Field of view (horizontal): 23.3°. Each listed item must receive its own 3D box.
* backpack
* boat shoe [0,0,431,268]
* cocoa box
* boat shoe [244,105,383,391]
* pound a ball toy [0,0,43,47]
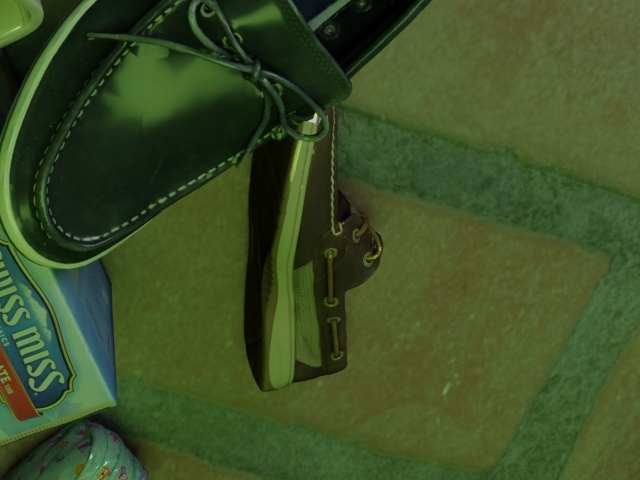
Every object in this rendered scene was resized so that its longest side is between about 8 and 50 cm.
[{"bbox_3d":[-0.266,0.276,1.606,0.182,0.152,0.115,-37,126,0],"label":"backpack"},{"bbox_3d":[-0.062,-0.164,1.260,0.500,0.156,0.187,-43,126,-10],"label":"boat shoe"},{"bbox_3d":[-0.346,-0.005,1.385,0.228,0.231,0.347,-19,119,2],"label":"cocoa box"},{"bbox_3d":[0.000,0.000,1.502,0.123,0.123,0.342,-4,123,-14],"label":"boat shoe"},{"bbox_3d":[-0.356,-0.284,1.226,0.208,0.319,0.136,-23,161,10],"label":"pound a ball toy"}]
